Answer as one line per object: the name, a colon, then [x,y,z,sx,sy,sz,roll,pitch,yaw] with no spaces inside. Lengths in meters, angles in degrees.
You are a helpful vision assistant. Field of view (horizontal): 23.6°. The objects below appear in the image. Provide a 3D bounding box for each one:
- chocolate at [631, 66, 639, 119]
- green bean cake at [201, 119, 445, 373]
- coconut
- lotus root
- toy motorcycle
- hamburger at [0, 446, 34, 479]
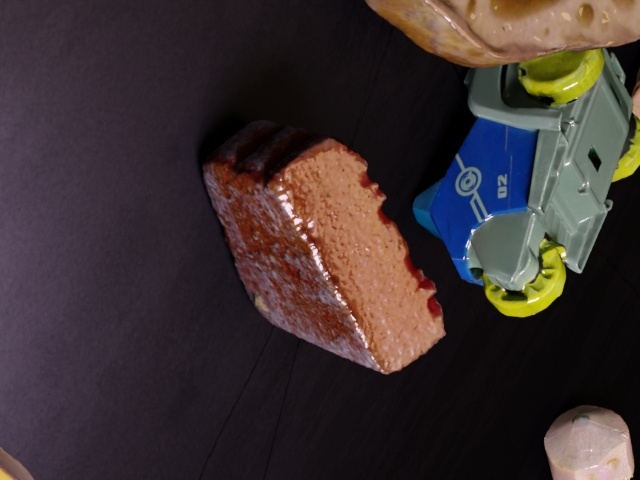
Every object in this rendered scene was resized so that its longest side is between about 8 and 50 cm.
chocolate: [0.514,-0.239,1.983,0.309,0.134,0.134,-39,132,-28]
green bean cake: [0.000,0.000,1.468,0.097,0.198,0.233,-43,130,-29]
coconut: [0.360,0.280,2.057,0.116,0.116,0.122,-46,136,-24]
lotus root: [0.210,-0.342,1.529,0.375,0.111,0.390,46,72,-21]
toy motorcycle: [0.216,-0.070,1.694,0.191,0.200,0.326,50,57,-46]
hamburger: [-0.336,0.250,1.243,0.227,0.151,0.295,-56,132,-22]
